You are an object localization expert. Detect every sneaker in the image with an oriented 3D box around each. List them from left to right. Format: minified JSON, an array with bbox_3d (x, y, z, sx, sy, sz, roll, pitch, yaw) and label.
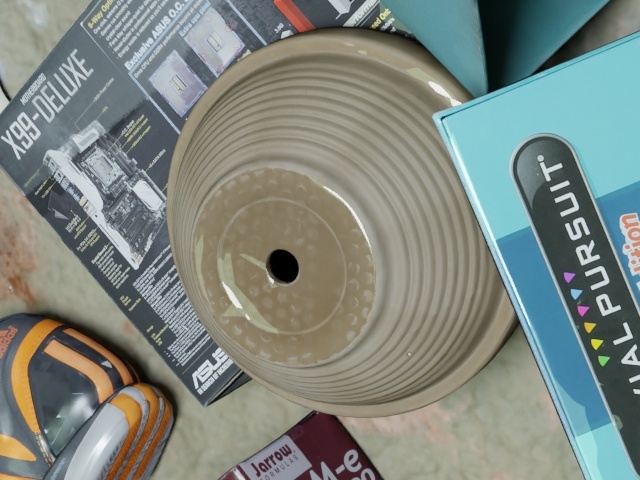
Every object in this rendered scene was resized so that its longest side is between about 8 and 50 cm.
[{"bbox_3d":[-0.244,0.192,1.308,0.180,0.124,0.321,35,106,20],"label":"sneaker"}]

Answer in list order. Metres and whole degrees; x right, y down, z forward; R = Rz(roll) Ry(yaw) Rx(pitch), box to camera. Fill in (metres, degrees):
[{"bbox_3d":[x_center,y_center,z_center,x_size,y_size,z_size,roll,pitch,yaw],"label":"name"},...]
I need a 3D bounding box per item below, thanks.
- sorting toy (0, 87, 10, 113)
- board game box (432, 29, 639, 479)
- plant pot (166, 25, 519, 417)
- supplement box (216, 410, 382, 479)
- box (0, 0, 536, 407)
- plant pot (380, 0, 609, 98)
[{"bbox_3d":[-0.251,-0.086,1.277,0.075,0.045,0.083,38,119,-8],"label":"sorting toy"},{"bbox_3d":[0.261,-0.014,0.931,0.336,0.079,0.253,-22,92,5],"label":"board game box"},{"bbox_3d":[0.000,0.000,1.039,0.237,0.110,0.237,7,107,24],"label":"plant pot"},{"bbox_3d":[-0.082,0.218,1.213,0.239,0.130,0.073,-42,83,30],"label":"supplement box"},{"bbox_3d":[-0.046,-0.079,1.147,0.242,0.076,0.307,49,119,9],"label":"box"},{"bbox_3d":[0.064,-0.229,0.979,0.165,0.165,0.234,-43,70,-8],"label":"plant pot"}]
